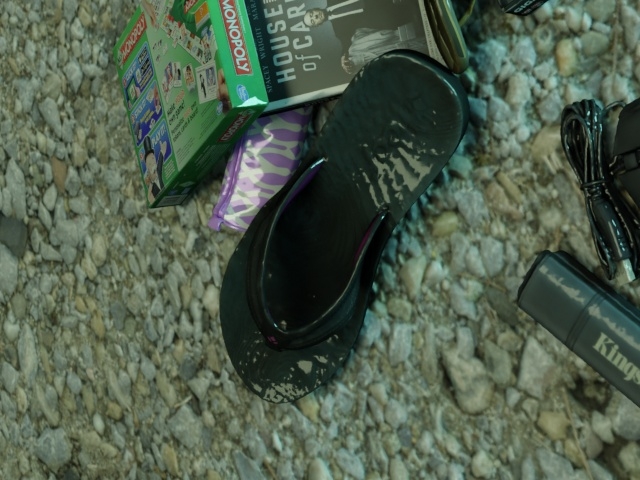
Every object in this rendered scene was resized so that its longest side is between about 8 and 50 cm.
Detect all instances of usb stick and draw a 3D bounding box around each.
[{"bbox_3d":[0.303,0.112,1.326,0.278,0.045,0.077,42,114,28],"label":"usb stick"}]

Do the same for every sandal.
[{"bbox_3d":[0.130,-0.279,1.406,0.060,0.090,0.219,-10,77,2],"label":"sandal"},{"bbox_3d":[-0.001,-0.002,1.472,0.167,0.107,0.446,31,118,9],"label":"sandal"}]

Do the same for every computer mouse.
[{"bbox_3d":[0.344,-0.080,1.271,0.272,0.072,0.189,-22,78,36],"label":"computer mouse"}]

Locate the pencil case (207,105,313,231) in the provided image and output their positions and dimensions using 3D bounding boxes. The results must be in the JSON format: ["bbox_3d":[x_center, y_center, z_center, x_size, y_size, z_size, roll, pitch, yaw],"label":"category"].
[{"bbox_3d":[-0.064,-0.109,1.567,0.086,0.088,0.206,23,106,41],"label":"pencil case"}]

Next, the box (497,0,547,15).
[{"bbox_3d":[0.213,-0.360,1.371,0.175,0.051,0.220,-33,72,34],"label":"box"}]

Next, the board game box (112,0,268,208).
[{"bbox_3d":[-0.155,-0.188,1.566,0.317,0.046,0.214,-38,62,61],"label":"board game box"}]

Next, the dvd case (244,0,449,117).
[{"bbox_3d":[0.018,-0.242,1.480,0.238,0.029,0.179,-12,84,12],"label":"dvd case"}]
